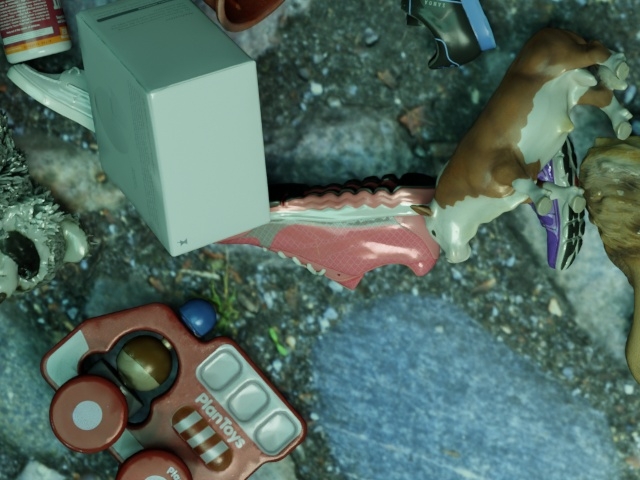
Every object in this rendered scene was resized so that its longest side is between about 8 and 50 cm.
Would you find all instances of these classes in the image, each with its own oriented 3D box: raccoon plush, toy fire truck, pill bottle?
[{"bbox_3d":[-0.417,-0.141,1.986,0.216,0.299,0.446,-2,70,37],"label":"raccoon plush"},{"bbox_3d":[-0.199,0.212,2.005,0.254,0.169,0.302,-40,91,-7],"label":"toy fire truck"},{"bbox_3d":[-0.372,-0.305,1.956,0.086,0.086,0.152,-11,99,15],"label":"pill bottle"}]

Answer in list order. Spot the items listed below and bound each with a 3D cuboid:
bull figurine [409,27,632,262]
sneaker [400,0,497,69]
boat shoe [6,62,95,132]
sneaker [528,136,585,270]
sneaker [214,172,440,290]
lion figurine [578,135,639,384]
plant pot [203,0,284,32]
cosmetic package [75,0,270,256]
[{"bbox_3d":[0.236,-0.108,1.797,0.188,0.101,0.310,24,84,44],"label":"bull figurine"},{"bbox_3d":[0.126,-0.315,1.843,0.090,0.081,0.232,-23,97,9],"label":"sneaker"},{"bbox_3d":[-0.306,-0.185,1.974,0.184,0.066,0.063,29,96,-1],"label":"boat shoe"},{"bbox_3d":[0.278,-0.047,1.885,0.071,0.068,0.170,-5,92,29],"label":"sneaker"},{"bbox_3d":[0.000,0.000,1.921,0.314,0.116,0.136,-4,102,14],"label":"sneaker"},{"bbox_3d":[0.420,0.070,1.830,0.240,0.142,0.392,4,107,19],"label":"lion figurine"},{"bbox_3d":[-0.134,-0.427,1.800,0.265,0.272,0.272,36,107,12],"label":"plant pot"},{"bbox_3d":[-0.171,-0.144,1.824,0.138,0.224,0.224,-19,129,-19],"label":"cosmetic package"}]
